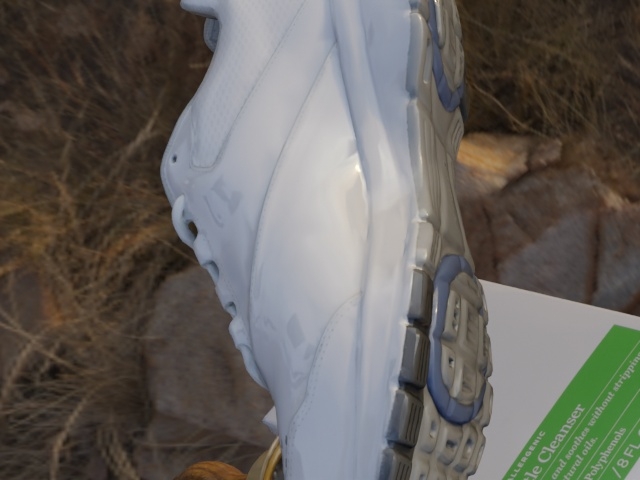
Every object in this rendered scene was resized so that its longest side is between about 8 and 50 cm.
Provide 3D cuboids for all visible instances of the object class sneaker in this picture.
[{"bbox_3d":[0.000,0.000,0.516,0.129,0.111,0.297,-9,61,17],"label":"sneaker"}]

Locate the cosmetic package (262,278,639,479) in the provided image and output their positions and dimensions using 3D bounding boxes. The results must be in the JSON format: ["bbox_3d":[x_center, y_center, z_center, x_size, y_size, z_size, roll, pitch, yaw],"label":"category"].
[{"bbox_3d":[0.148,0.155,0.934,0.197,0.155,0.365,-51,33,-19],"label":"cosmetic package"}]

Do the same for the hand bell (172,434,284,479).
[{"bbox_3d":[-0.040,0.170,0.824,0.242,0.126,0.126,-16,74,59],"label":"hand bell"}]
